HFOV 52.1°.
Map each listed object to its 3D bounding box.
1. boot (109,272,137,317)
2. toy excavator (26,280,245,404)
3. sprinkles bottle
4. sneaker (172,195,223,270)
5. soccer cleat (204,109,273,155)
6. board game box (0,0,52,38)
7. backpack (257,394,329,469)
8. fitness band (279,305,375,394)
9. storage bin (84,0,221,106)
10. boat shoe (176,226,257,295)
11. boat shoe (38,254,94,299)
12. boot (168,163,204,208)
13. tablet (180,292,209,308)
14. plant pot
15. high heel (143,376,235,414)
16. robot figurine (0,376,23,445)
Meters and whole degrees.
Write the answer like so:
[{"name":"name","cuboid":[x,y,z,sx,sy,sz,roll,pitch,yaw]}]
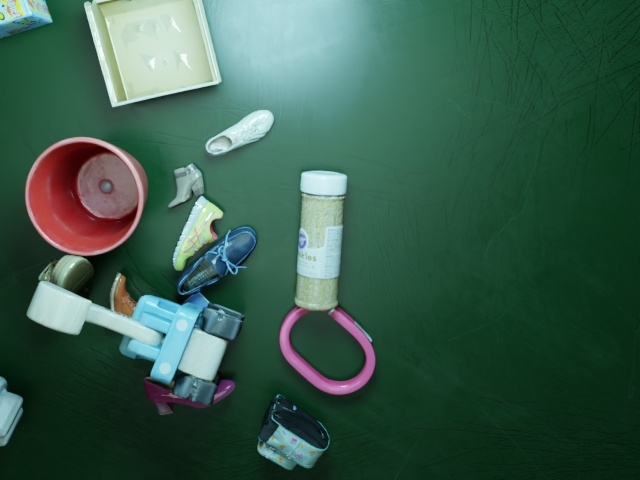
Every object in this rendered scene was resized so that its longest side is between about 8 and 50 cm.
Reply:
[{"name":"boot","cuboid":[-0.525,0.162,1.762,0.084,0.059,0.158,7,110,-7]},{"name":"toy excavator","cuboid":[-0.431,0.220,1.582,0.444,0.433,0.223,21,86,-4]},{"name":"sprinkles bottle","cuboid":[0.000,0.000,1.717,0.121,0.121,0.356,3,102,-3]},{"name":"sneaker","cuboid":[-0.322,-0.006,1.723,0.094,0.081,0.209,24,100,-12]},{"name":"soccer cleat","cuboid":[-0.206,-0.270,1.674,0.196,0.076,0.068,-28,102,3]},{"name":"board game box","cuboid":[-0.814,-0.556,1.553,0.275,0.144,0.142,-17,101,0]},{"name":"backpack","cuboid":[-0.075,0.541,1.802,0.188,0.166,0.145,27,101,-4]},{"name":"fitness band","cuboid":[0.021,0.298,1.814,0.291,0.054,0.209,43,97,-9]},{"name":"storage bin","cuboid":[-0.401,-0.484,1.598,0.262,0.123,0.261,-13,102,0]},{"name":"boat shoe","cuboid":[-0.269,0.070,1.735,0.258,0.089,0.109,-43,100,6]},{"name":"boat shoe","cuboid":[-0.645,0.107,1.619,0.110,0.341,0.122,37,60,-3]},{"name":"boot","cuboid":[-0.361,-0.145,1.715,0.118,0.042,0.087,-25,95,2]},{"name":"tablet","cuboid":[-0.349,0.183,1.797,0.083,0.006,0.054,-41,101,5]},{"name":"plant pot","cuboid":[-0.545,-0.121,1.605,0.274,0.243,0.275,-1,102,-3]},{"name":"high heel","cuboid":[-0.362,0.398,1.804,0.243,0.082,0.117,-15,112,14]},{"name":"robot figurine","cuboid":[-0.974,0.425,1.716,0.353,0.200,0.300,21,136,-10]}]
